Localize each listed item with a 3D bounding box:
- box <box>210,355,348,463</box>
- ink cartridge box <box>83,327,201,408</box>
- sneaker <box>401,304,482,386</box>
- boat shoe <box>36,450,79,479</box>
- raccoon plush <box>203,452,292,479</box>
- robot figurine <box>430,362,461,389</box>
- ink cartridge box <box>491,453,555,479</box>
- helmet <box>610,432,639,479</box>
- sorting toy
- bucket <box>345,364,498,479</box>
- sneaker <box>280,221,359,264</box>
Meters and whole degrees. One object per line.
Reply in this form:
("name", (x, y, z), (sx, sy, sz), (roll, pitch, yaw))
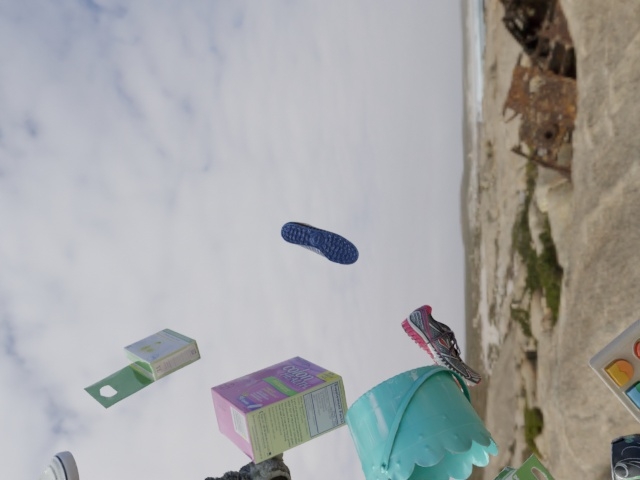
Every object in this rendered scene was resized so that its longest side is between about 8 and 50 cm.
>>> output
("box", (-0.095, 0.378, 1.433), (0.213, 0.242, 0.118), (7, 108, 60))
("ink cartridge box", (-0.417, 0.286, 1.436), (0.235, 0.171, 0.056), (-23, -73, -33))
("sneaker", (0.389, 0.333, 1.943), (0.299, 0.112, 0.121), (46, -174, 12))
("boat shoe", (-0.705, 0.683, 1.523), (0.156, 0.135, 0.367), (1, -60, -47))
("raccoon plush", (-0.285, 0.641, 1.655), (0.299, 0.446, 0.216), (-57, -10, -53))
("robot figurine", (0.406, 0.484, 2.081), (0.128, 0.158, 0.219), (60, -167, -2))
("ink cartridge box", (0.461, 0.620, 1.496), (0.109, 0.209, 0.062), (51, 167, 6))
("helmet", (0.861, 0.597, 1.641), (0.169, 0.161, 0.170), (15, -108, -56))
("sorting toy", (0.842, 0.340, 1.622), (0.208, 0.193, 0.038), (50, 179, 11))
("bucket", (0.192, 0.385, 1.229), (0.183, 0.281, 0.281), (63, 179, 33))
("sneaker", (0.000, 0.000, 1.768), (0.090, 0.232, 0.082), (-72, 5, -81))
